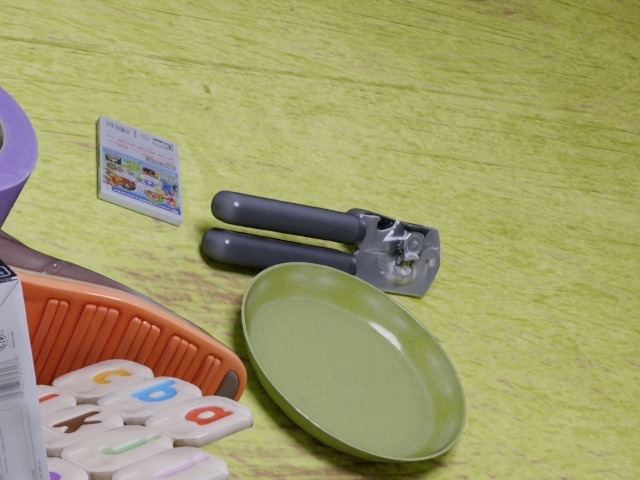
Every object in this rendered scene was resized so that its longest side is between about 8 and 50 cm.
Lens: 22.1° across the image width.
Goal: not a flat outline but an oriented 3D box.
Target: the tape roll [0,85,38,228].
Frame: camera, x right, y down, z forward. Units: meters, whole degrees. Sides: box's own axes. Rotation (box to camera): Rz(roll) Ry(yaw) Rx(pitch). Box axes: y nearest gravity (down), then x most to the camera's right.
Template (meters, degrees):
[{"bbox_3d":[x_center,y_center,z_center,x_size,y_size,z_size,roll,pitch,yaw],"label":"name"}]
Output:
[{"bbox_3d":[-0.343,-0.080,1.405,0.189,0.080,0.189,25,34,-18],"label":"tape roll"}]

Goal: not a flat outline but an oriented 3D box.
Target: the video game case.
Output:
[{"bbox_3d":[-0.178,-0.069,1.609,0.087,0.011,0.122,20,35,-24],"label":"video game case"}]

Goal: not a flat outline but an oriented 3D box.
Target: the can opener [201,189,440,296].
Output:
[{"bbox_3d":[0.000,0.000,1.651,0.283,0.076,0.095,10,7,-34],"label":"can opener"}]

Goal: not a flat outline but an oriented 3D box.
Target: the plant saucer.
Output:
[{"bbox_3d":[0.025,0.119,1.525,0.241,0.037,0.241,25,33,-17],"label":"plant saucer"}]

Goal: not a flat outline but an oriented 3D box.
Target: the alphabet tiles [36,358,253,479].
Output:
[{"bbox_3d":[-0.199,0.145,1.118,0.278,0.021,0.284,-18,22,-40],"label":"alphabet tiles"}]

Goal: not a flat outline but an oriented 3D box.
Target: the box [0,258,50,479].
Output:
[{"bbox_3d":[-0.263,0.069,1.060,0.087,0.169,0.290,-13,21,-23],"label":"box"}]

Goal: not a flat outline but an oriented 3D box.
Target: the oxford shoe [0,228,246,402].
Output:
[{"bbox_3d":[-0.225,0.048,1.308,0.363,0.130,0.133,23,25,-23],"label":"oxford shoe"}]
